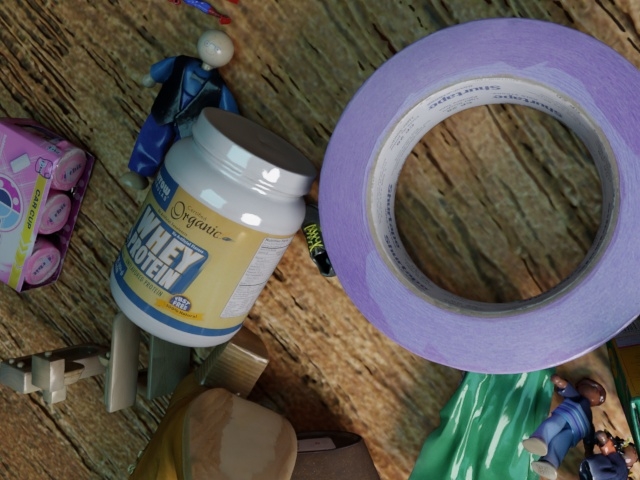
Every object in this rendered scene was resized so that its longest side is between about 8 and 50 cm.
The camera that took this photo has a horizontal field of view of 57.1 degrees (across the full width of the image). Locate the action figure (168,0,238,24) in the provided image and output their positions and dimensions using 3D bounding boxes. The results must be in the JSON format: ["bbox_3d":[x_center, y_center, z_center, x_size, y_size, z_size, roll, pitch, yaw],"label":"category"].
[{"bbox_3d":[-0.142,-0.263,0.612,0.115,0.030,0.038,29,113,15],"label":"action figure"}]

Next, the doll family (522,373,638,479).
[{"bbox_3d":[0.242,0.208,0.513,0.076,0.111,0.193,5,117,53],"label":"doll family"}]

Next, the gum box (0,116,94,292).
[{"bbox_3d":[-0.353,-0.048,0.704,0.107,0.062,0.189,29,108,14],"label":"gum box"}]

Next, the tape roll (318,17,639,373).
[{"bbox_3d":[0.141,-0.034,0.491,0.274,0.090,0.275,0,90,21],"label":"tape roll"}]

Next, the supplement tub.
[{"bbox_3d":[-0.103,-0.012,0.576,0.144,0.144,0.200,35,109,11],"label":"supplement tub"}]

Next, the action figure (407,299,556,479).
[{"bbox_3d":[0.164,0.169,0.555,0.137,0.063,0.232,15,97,19],"label":"action figure"}]

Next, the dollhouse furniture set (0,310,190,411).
[{"bbox_3d":[-0.252,0.105,0.667,0.151,0.144,0.123,10,98,33],"label":"dollhouse furniture set"}]

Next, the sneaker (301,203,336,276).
[{"bbox_3d":[0.000,0.000,0.600,0.031,0.035,0.083,-30,88,21],"label":"sneaker"}]

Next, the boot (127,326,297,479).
[{"bbox_3d":[-0.121,0.226,0.558,0.104,0.295,0.211,30,101,-14],"label":"boot"}]

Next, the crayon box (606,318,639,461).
[{"bbox_3d":[0.364,0.096,0.414,0.278,0.165,0.081,-14,94,22],"label":"crayon box"}]

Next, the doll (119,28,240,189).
[{"bbox_3d":[-0.139,-0.131,0.623,0.129,0.046,0.189,29,106,3],"label":"doll"}]

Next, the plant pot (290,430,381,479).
[{"bbox_3d":[-0.003,0.316,0.580,0.215,0.215,0.231,-7,82,21],"label":"plant pot"}]
